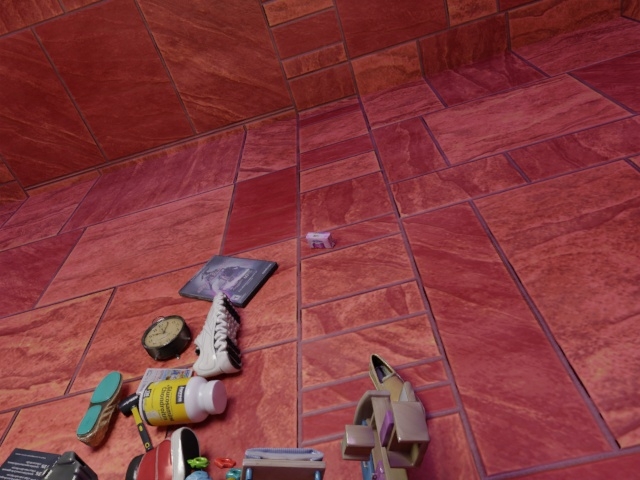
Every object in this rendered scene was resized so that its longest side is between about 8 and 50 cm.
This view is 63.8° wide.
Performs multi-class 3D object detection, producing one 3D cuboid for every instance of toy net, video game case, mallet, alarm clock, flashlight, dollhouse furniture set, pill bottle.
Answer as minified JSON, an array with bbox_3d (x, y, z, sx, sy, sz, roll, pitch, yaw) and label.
[{"bbox_3d":[-0.147,0.463,0.985,0.232,0.045,0.122,7,-3,-5],"label":"toy net"},{"bbox_3d":[-0.395,0.360,1.309,0.121,0.011,0.087,0,29,2],"label":"video game case"},{"bbox_3d":[-0.443,0.441,1.231,0.062,0.039,0.190,-26,36,-12],"label":"mallet"},{"bbox_3d":[-0.441,0.266,1.462,0.129,0.064,0.192,-30,36,-16],"label":"alarm clock"},{"bbox_3d":[-0.294,0.123,1.637,0.274,0.026,0.196,5,40,33],"label":"video game case"},{"bbox_3d":[-0.363,0.491,0.856,0.103,0.304,0.103,-39,38,-26],"label":"flashlight"},{"bbox_3d":[-0.015,0.339,0.870,0.303,0.287,0.198,4,32,-8],"label":"dollhouse furniture set"},{"bbox_3d":[-0.318,0.373,1.198,0.184,0.103,0.103,-11,33,15],"label":"pill bottle"}]

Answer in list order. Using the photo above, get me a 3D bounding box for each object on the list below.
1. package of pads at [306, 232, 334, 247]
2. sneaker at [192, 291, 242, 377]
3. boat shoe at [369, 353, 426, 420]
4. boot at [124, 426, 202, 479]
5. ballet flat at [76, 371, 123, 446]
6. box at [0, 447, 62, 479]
[{"bbox_3d":[0.000,0.000,1.638,0.083,0.050,0.032,0,42,28],"label":"package of pads"},{"bbox_3d":[-0.282,0.246,1.379,0.118,0.110,0.292,-26,31,7],"label":"sneaker"},{"bbox_3d":[0.150,0.308,1.074,0.068,0.072,0.190,-28,33,-14],"label":"boat shoe"},{"bbox_3d":[-0.319,0.519,1.017,0.176,0.088,0.244,-33,40,10],"label":"boot"},{"bbox_3d":[-0.541,0.421,1.279,0.073,0.067,0.206,-7,31,11],"label":"ballet flat"},{"bbox_3d":[-0.632,0.562,1.079,0.153,0.108,0.207,-3,36,24],"label":"box"}]
